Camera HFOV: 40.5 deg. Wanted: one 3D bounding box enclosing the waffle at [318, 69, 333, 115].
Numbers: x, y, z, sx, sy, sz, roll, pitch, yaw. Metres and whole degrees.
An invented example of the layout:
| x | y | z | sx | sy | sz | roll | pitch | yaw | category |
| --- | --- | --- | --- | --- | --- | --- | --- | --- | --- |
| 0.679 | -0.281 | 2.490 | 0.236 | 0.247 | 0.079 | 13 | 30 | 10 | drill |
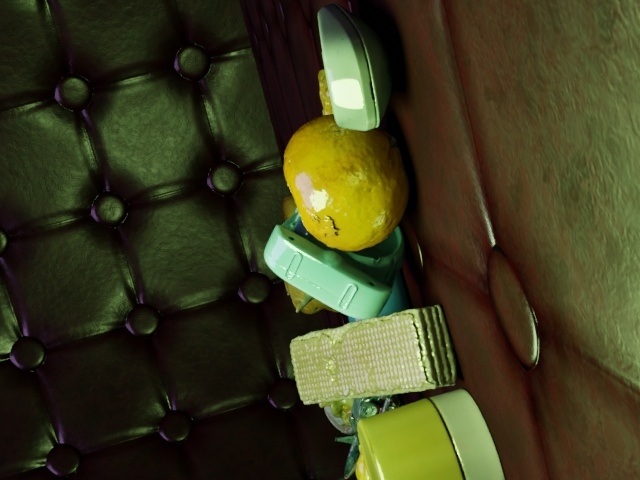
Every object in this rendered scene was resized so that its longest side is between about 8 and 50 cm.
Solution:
| x | y | z | sx | sy | sz | roll | pitch | yaw | category |
| --- | --- | --- | --- | --- | --- | --- | --- | --- | --- |
| 0.053 | -0.201 | 1.672 | 0.291 | 0.051 | 0.291 | 163 | 90 | -86 | waffle |

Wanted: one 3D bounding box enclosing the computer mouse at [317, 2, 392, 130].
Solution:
| x | y | z | sx | sy | sz | roll | pitch | yaw | category |
| --- | --- | --- | --- | --- | --- | --- | --- | --- | --- |
| 0.054 | -0.262 | 1.284 | 0.288 | 0.097 | 0.159 | -92 | -11 | -63 | computer mouse |

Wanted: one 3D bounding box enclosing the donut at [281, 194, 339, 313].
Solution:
| x | y | z | sx | sy | sz | roll | pitch | yaw | category |
| --- | --- | --- | --- | --- | --- | --- | --- | --- | --- |
| -0.011 | 0.042 | 2.409 | 0.360 | 0.170 | 0.360 | 170 | 90 | -86 | donut |

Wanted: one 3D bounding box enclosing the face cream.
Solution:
| x | y | z | sx | sy | sz | roll | pitch | yaw | category |
| --- | --- | --- | --- | --- | --- | --- | --- | --- | --- |
| 0.174 | 0.365 | 1.378 | 0.218 | 0.179 | 0.218 | 164 | 90 | -84 | face cream |

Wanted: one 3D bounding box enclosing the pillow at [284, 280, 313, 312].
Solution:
| x | y | z | sx | sy | sz | roll | pitch | yaw | category |
| --- | --- | --- | --- | --- | --- | --- | --- | --- | --- |
| 0.000 | 0.000 | 1.943 | 0.310 | 0.119 | 0.312 | -63 | 7 | 0 | pillow |

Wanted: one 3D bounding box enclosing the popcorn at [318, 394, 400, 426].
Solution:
| x | y | z | sx | sy | sz | roll | pitch | yaw | category |
| --- | --- | --- | --- | --- | --- | --- | --- | --- | --- |
| 0.101 | 0.378 | 2.144 | 0.187 | 0.185 | 0.167 | 43 | -172 | 15 | popcorn |

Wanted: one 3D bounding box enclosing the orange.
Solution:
| x | y | z | sx | sy | sz | roll | pitch | yaw | category |
| --- | --- | --- | --- | --- | --- | --- | --- | --- | --- |
| 0.041 | -0.093 | 1.366 | 0.219 | 0.193 | 0.219 | -14 | -90 | -74 | orange |

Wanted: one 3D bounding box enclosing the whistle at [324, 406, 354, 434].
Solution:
| x | y | z | sx | sy | sz | roll | pitch | yaw | category |
| --- | --- | --- | --- | --- | --- | --- | --- | --- | --- |
| 0.143 | 0.482 | 2.339 | 0.348 | 0.189 | 0.189 | 51 | 171 | 7 | whistle |

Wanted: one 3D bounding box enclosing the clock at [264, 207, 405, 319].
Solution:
| x | y | z | sx | sy | sz | roll | pitch | yaw | category |
| --- | --- | --- | --- | --- | --- | --- | --- | --- | --- |
| 0.042 | 0.000 | 1.504 | 0.094 | 0.223 | 0.274 | -63 | -2 | 38 | clock |

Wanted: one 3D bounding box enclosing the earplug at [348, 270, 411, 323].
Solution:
| x | y | z | sx | sy | sz | roll | pitch | yaw | category |
| --- | --- | --- | --- | --- | --- | --- | --- | --- | --- |
| 0.104 | 0.098 | 1.655 | 0.132 | 0.132 | 0.273 | 159 | 99 | -84 | earplug |

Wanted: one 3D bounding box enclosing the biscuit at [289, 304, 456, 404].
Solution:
| x | y | z | sx | sy | sz | roll | pitch | yaw | category |
| --- | --- | --- | --- | --- | --- | --- | --- | --- | --- |
| 0.077 | 0.208 | 1.538 | 0.426 | 0.078 | 0.144 | -24 | 75 | 56 | biscuit |

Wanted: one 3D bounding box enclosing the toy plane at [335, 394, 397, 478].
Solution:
| x | y | z | sx | sy | sz | roll | pitch | yaw | category |
| --- | --- | --- | --- | --- | --- | --- | --- | --- | --- |
| 0.098 | 0.370 | 1.809 | 0.326 | 0.104 | 0.223 | -63 | 24 | 20 | toy plane |

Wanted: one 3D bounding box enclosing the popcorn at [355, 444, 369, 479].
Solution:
| x | y | z | sx | sy | sz | roll | pitch | yaw | category |
| --- | --- | --- | --- | --- | --- | --- | --- | --- | --- |
| 0.177 | 0.448 | 1.584 | 0.190 | 0.191 | 0.253 | -83 | -27 | -66 | popcorn |
